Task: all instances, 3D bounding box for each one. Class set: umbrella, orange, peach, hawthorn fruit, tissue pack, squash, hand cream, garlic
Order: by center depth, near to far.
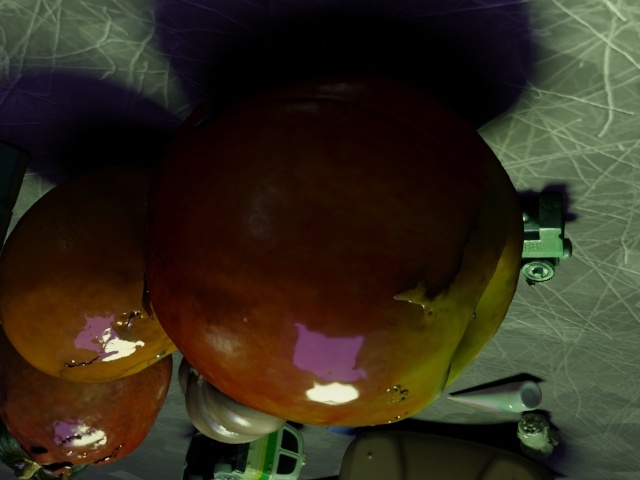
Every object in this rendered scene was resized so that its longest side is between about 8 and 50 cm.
[{"bbox_3d":[0.000,0.000,1.042,0.370,0.370,0.370,7,153,4],"label":"peach"},{"bbox_3d":[-0.233,0.039,1.256,0.284,0.226,0.284,-28,169,-6],"label":"orange"},{"bbox_3d":[-0.362,0.236,1.643,0.276,0.307,0.276,3,166,1],"label":"hawthorn fruit"},{"bbox_3d":[-0.141,0.243,1.726,0.191,0.160,0.214,35,141,-17],"label":"garlic"},{"bbox_3d":[0.284,0.255,1.757,0.076,0.047,0.174,21,160,-24],"label":"hand cream"},{"bbox_3d":[0.369,0.335,1.869,0.067,0.062,0.143,-29,143,5],"label":"umbrella"},{"bbox_3d":[0.228,0.494,1.967,0.387,0.267,0.277,6,157,21],"label":"tissue pack"},{"bbox_3d":[-0.521,0.369,2.077,0.218,0.172,0.218,-9,146,-6],"label":"squash"}]

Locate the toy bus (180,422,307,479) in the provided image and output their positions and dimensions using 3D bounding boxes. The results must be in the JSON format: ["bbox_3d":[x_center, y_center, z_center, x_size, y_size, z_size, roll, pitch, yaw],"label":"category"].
[{"bbox_3d":[-0.153,0.426,2.116,0.165,0.133,0.276,21,151,-21],"label":"toy bus"}]

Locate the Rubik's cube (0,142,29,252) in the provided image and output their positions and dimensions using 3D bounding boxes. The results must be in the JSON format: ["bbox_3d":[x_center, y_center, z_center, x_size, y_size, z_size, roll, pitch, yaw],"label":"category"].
[{"bbox_3d":[-0.504,-0.007,1.289,0.231,0.224,0.221,21,151,-22],"label":"Rubik's cube"}]

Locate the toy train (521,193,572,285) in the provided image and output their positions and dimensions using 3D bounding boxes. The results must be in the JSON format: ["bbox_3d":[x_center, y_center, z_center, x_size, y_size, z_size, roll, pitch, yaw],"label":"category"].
[{"bbox_3d":[0.196,-0.002,1.252,0.178,0.071,0.104,-1,144,16],"label":"toy train"}]

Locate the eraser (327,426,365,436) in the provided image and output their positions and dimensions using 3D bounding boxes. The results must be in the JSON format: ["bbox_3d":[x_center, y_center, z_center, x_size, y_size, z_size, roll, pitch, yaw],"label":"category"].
[{"bbox_3d":[0.050,0.326,1.976,0.063,0.027,0.084,10,152,-4],"label":"eraser"}]
